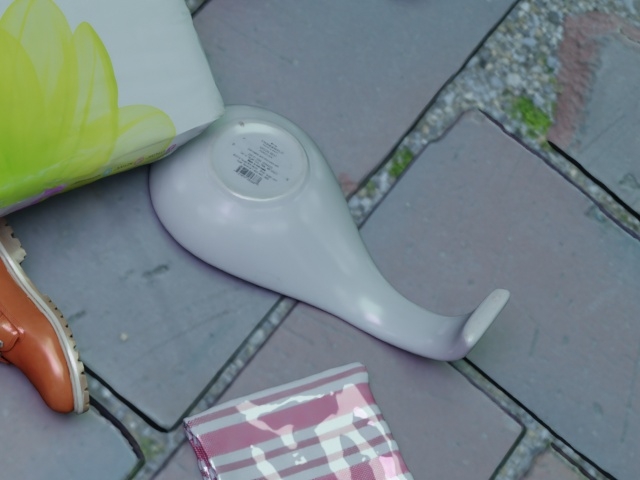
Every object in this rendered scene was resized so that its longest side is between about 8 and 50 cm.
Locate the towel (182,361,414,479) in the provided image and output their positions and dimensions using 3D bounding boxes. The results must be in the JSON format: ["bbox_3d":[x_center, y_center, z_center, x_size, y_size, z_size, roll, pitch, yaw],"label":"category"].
[{"bbox_3d":[0.006,0.186,1.155,0.144,0.029,0.197,-17,74,-27],"label":"towel"}]

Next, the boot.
[{"bbox_3d":[-0.214,0.060,1.118,0.085,0.059,0.158,-28,71,-25],"label":"boot"}]

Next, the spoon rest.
[{"bbox_3d":[0.000,0.000,1.220,0.276,0.084,0.137,34,58,12],"label":"spoon rest"}]

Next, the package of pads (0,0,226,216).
[{"bbox_3d":[-0.214,-0.131,1.101,0.296,0.101,0.229,-27,100,-42],"label":"package of pads"}]
